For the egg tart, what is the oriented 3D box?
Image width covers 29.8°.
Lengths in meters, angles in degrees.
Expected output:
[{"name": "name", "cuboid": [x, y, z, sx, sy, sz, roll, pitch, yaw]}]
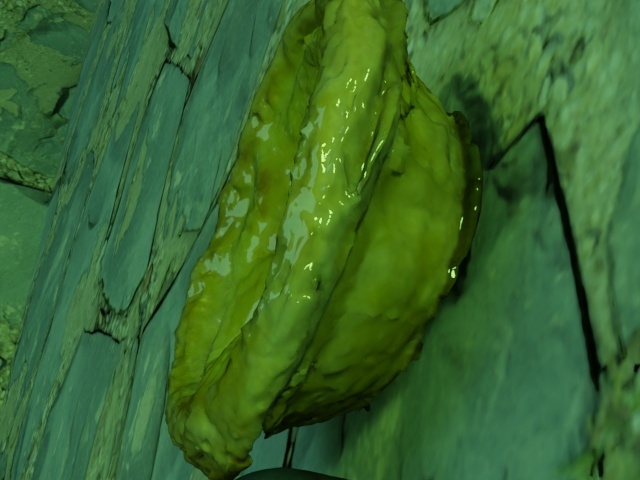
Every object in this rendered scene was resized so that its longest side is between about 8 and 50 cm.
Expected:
[{"name": "egg tart", "cuboid": [0.000, 0.000, 0.441, 0.191, 0.074, 0.191, -160, 90, -76]}]

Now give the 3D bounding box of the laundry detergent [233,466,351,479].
[{"name": "laundry detergent", "cuboid": [-0.020, 0.178, 0.360, 0.096, 0.061, 0.206, -39, 38, 58]}]
